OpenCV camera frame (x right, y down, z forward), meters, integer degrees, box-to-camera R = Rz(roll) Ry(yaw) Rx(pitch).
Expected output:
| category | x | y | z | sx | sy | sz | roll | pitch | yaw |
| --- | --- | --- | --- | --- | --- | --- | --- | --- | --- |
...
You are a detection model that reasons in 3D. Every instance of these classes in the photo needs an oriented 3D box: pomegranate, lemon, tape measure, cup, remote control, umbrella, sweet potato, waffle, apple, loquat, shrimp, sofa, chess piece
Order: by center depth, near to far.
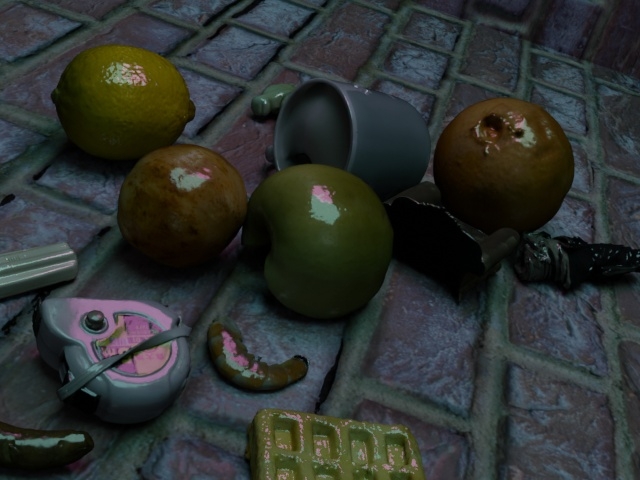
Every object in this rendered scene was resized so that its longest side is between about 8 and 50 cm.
| category | x | y | z | sx | sy | sz | roll | pitch | yaw |
| --- | --- | --- | --- | --- | --- | --- | --- | --- | --- |
| sweet potato | -0.438 | 0.260 | 1.083 | 0.273 | 0.075 | 0.075 | 15 | 33 | -9 |
| waffle | 0.028 | 0.331 | 1.206 | 0.274 | 0.057 | 0.168 | 10 | 33 | -11 |
| tape measure | -0.295 | 0.175 | 1.231 | 0.236 | 0.120 | 0.197 | 2 | 47 | -29 |
| remote control | -0.519 | 0.052 | 1.371 | 0.230 | 0.049 | 0.090 | -16 | 43 | -39 |
| shrimp | -0.103 | 0.182 | 1.378 | 0.166 | 0.049 | 0.161 | 0 | 39 | -27 |
| pomegranate | -0.255 | -0.067 | 1.519 | 0.248 | 0.248 | 0.248 | 12 | 33 | -8 |
| apple | 0.003 | -0.020 | 1.553 | 0.258 | 0.233 | 0.295 | -2 | 38 | -26 |
| sofa | 0.271 | -0.022 | 1.730 | 0.258 | 0.182 | 0.200 | 34 | 35 | 24 |
| lemon | -0.411 | -0.291 | 1.754 | 0.320 | 0.245 | 0.245 | -1 | 37 | -38 |
| cup | 0.047 | -0.201 | 1.846 | 0.274 | 0.259 | 0.357 | 2 | -4 | -41 |
| umbrella | 0.600 | 0.044 | 1.855 | 0.358 | 0.113 | 0.106 | 3 | 14 | -22 |
| loquat | 0.414 | -0.162 | 1.883 | 0.328 | 0.328 | 0.328 | 12 | 33 | -8 |
| chess piece | -0.056 | -0.333 | 2.096 | 0.176 | 0.175 | 0.298 | -13 | 30 | -38 |

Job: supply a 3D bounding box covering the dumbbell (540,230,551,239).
| category | x | y | z | sx | sy | sz | roll | pitch | yaw |
| --- | --- | --- | --- | --- | --- | --- | --- | --- | --- |
| dumbbell | 0.510 | 0.008 | 1.932 | 0.040 | 0.036 | 0.083 | 31 | 35 | 20 |
